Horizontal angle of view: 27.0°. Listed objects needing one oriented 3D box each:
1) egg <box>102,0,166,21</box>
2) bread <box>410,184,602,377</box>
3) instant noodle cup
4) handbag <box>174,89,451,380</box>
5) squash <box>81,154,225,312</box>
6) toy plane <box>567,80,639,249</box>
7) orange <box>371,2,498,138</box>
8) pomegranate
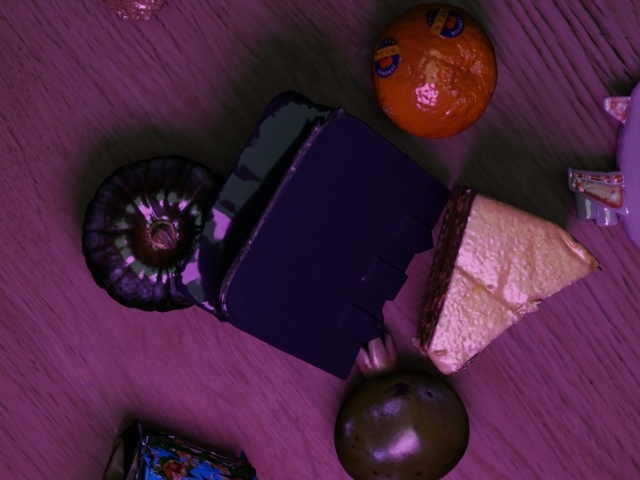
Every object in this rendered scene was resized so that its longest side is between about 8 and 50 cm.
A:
[{"bbox_3d":[-0.250,-0.352,1.728,0.118,0.116,0.140,-15,107,33],"label":"egg"},{"bbox_3d":[0.229,0.072,1.757,0.198,0.263,0.236,22,94,-2],"label":"bread"},{"bbox_3d":[-0.196,0.370,1.799,0.178,0.240,0.240,17,97,-16],"label":"instant noodle cup"},{"bbox_3d":[0.000,0.000,1.732,0.329,0.122,0.303,31,88,-48],"label":"handbag"},{"bbox_3d":[-0.208,-0.010,1.757,0.218,0.172,0.218,-3,70,8],"label":"squash"},{"bbox_3d":[0.459,-0.099,1.825,0.252,0.118,0.252,-1,101,-3],"label":"toy plane"},{"bbox_3d":[0.147,-0.223,1.755,0.178,0.155,0.177,7,79,-38],"label":"orange"},{"bbox_3d":[0.100,0.233,1.828,0.187,0.187,0.225,-15,70,-2],"label":"pomegranate"}]
